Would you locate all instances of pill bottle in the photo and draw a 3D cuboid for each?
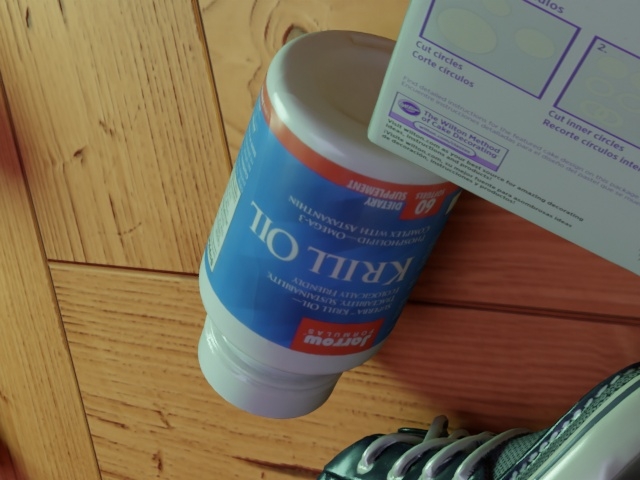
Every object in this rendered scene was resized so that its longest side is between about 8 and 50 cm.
[{"bbox_3d":[0.000,0.000,0.770,0.124,0.124,0.221,42,133,23],"label":"pill bottle"}]

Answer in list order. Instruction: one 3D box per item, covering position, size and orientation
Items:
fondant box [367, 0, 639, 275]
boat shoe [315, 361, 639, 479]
[{"bbox_3d":[0.162,-0.088,0.438,0.238,0.096,0.330,27,158,4],"label":"fondant box"},{"bbox_3d":[0.082,0.148,0.763,0.158,0.127,0.340,56,130,31],"label":"boat shoe"}]
